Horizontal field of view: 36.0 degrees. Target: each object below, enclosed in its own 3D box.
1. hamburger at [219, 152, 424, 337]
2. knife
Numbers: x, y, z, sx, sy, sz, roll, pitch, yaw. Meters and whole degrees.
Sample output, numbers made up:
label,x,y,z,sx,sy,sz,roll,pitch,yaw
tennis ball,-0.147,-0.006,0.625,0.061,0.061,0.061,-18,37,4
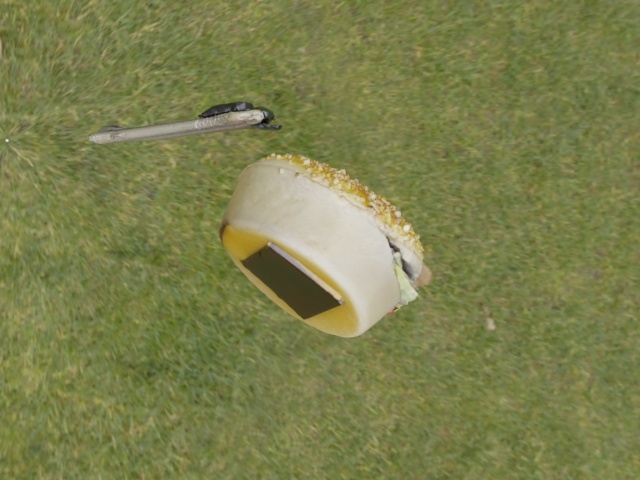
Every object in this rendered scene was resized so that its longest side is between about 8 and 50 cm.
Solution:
label,x,y,z,sx,sy,sz,roll,pitch,yaw
hamburger,0.000,0.000,1.385,0.302,0.302,0.170,44,67,-17
knife,-0.212,-0.174,1.476,0.089,0.365,0.043,4,85,-54
